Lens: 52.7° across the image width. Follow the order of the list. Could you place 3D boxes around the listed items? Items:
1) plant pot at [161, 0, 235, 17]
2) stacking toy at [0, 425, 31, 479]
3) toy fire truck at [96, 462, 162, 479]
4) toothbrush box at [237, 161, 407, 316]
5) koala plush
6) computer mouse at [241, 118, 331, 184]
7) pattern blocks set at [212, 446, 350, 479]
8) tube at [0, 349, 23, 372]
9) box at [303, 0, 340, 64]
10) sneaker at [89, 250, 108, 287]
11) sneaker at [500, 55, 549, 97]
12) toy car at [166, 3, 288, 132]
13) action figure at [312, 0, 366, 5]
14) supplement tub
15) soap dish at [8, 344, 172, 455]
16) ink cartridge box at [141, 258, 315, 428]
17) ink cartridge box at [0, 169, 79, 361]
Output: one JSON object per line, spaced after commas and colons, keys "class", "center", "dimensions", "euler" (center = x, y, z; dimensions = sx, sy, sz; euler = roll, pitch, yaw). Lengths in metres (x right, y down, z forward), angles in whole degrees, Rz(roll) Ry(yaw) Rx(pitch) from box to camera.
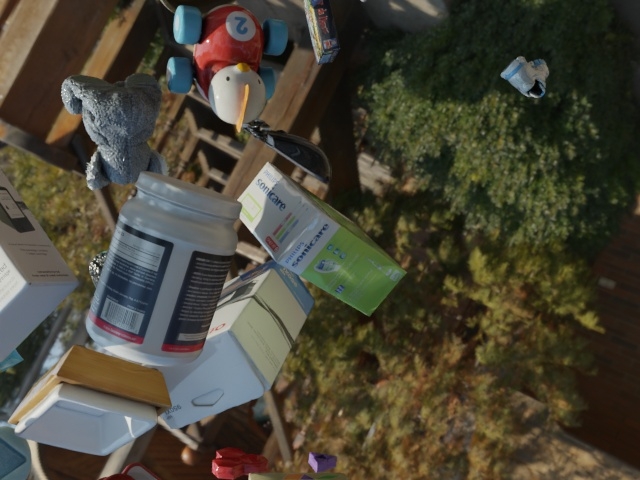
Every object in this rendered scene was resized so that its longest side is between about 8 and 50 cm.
{"class": "plant pot", "center": [-0.302, -0.707, 1.409], "dimensions": [0.280, 0.323, 0.323], "euler": [47, -178, 16]}
{"class": "stacking toy", "center": [-0.669, 0.493, 1.215], "dimensions": [0.130, 0.279, 0.309], "euler": [-20, 164, 19]}
{"class": "toy fire truck", "center": [-0.448, 0.677, 1.451], "dimensions": [0.254, 0.302, 0.169], "euler": [43, 144, -7]}
{"class": "toothbrush box", "center": [0.000, 0.000, 1.232], "dimensions": [0.283, 0.122, 0.206], "euler": [35, -172, -44]}
{"class": "koala plush", "center": [-0.404, -0.210, 1.313], "dimensions": [0.196, 0.221, 0.203], "euler": [-9, -151, -27]}
{"class": "computer mouse", "center": [-0.069, -0.236, 1.612], "dimensions": [0.272, 0.072, 0.188], "euler": [32, -177, -24]}
{"class": "pattern blocks set", "center": [-0.013, 0.329, 0.800], "dimensions": [0.285, 0.026, 0.325], "euler": [5, 180, -5]}
{"class": "tube", "center": [-0.778, 0.301, 1.445], "dimensions": [0.052, 0.207, 0.080], "euler": [54, 156, 18]}
{"class": "box", "center": [-0.007, -0.566, 1.593], "dimensions": [0.044, 0.233, 0.159], "euler": [-13, -175, -4]}
{"class": "sneaker", "center": [-0.447, 0.151, 1.555], "dimensions": [0.110, 0.283, 0.122], "euler": [-8, -171, 21]}
{"class": "sneaker", "center": [0.452, -0.338, 1.382], "dimensions": [0.191, 0.071, 0.083], "euler": [-18, -112, -50]}
{"class": "toy car", "center": [-0.164, -0.320, 1.263], "dimensions": [0.219, 0.210, 0.238], "euler": [-1, -137, -26]}
{"class": "action figure", "center": [-0.038, -0.510, 1.099], "dimensions": [0.330, 0.178, 0.341], "euler": [34, 155, 2]}
{"class": "supplement tub", "center": [-0.245, 0.044, 1.032], "dimensions": [0.191, 0.272, 0.191], "euler": [19, -175, -2]}
{"class": "soap dish", "center": [-0.461, 0.326, 1.297], "dimensions": [0.229, 0.118, 0.291], "euler": [25, 137, -29]}
{"class": "ink cartridge box", "center": [-0.210, 0.226, 1.525], "dimensions": [0.166, 0.285, 0.395], "euler": [58, -157, -12]}
{"class": "ink cartridge box", "center": [-0.527, 0.024, 0.969], "dimensions": [0.273, 0.198, 0.115], "euler": [50, -168, 14]}
